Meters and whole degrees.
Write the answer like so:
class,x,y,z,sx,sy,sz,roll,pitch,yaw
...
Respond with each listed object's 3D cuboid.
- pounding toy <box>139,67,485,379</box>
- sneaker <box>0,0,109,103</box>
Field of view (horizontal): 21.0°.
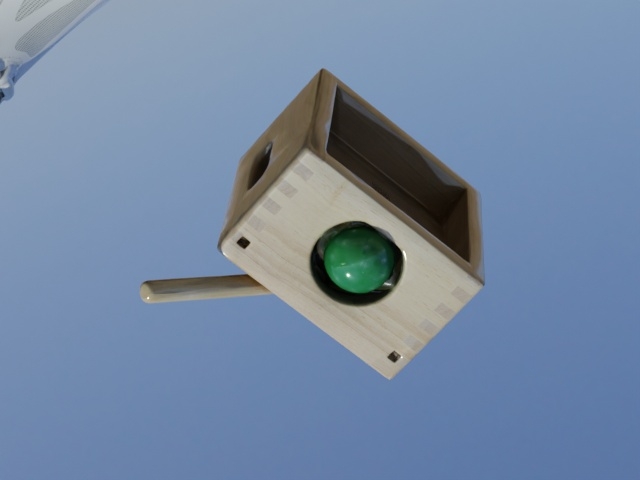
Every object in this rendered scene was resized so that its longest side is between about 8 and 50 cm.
class,x,y,z,sx,sy,sz,roll,pitch,yaw
pounding toy,0.000,0.000,0.853,0.100,0.130,0.141,-47,-166,22
sneaker,-0.255,-0.027,1.080,0.447,0.257,0.169,-31,162,13
